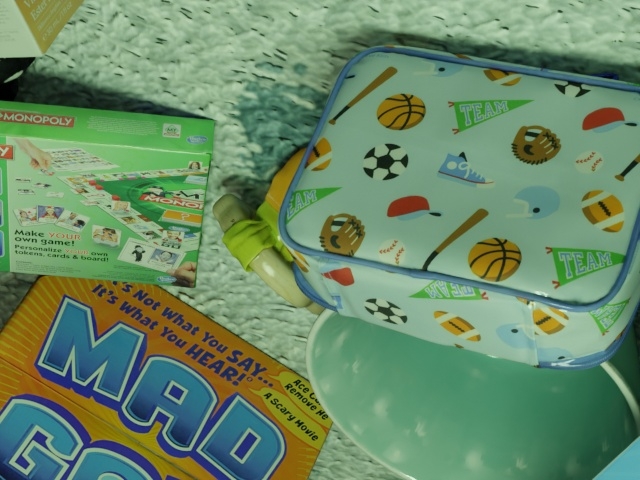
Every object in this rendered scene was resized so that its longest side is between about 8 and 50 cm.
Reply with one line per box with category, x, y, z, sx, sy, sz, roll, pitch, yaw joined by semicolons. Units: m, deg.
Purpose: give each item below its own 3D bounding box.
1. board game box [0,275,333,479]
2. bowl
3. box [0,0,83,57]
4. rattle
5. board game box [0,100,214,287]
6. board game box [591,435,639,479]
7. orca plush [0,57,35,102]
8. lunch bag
board game box;-0.257;0.286;1.754;0.357;0.356;0.356;33;141;-7
bowl;0.157;0.091;1.451;0.312;0.163;0.311;15;140;13
box;-0.269;-0.255;1.330;0.091;0.130;0.170;3;136;28
rattle;0.000;0.000;1.547;0.200;0.142;0.130;39;175;-38
board game box;-0.269;-0.045;1.550;0.317;0.046;0.213;5;141;-6
board game box;0.313;0.237;1.389;0.086;0.302;0.308;57;136;22
orca plush;-0.396;-0.159;1.534;0.287;0.102;0.151;5;137;25
lunch bag;0.135;-0.036;1.268;0.303;0.243;0.115;13;150;20
